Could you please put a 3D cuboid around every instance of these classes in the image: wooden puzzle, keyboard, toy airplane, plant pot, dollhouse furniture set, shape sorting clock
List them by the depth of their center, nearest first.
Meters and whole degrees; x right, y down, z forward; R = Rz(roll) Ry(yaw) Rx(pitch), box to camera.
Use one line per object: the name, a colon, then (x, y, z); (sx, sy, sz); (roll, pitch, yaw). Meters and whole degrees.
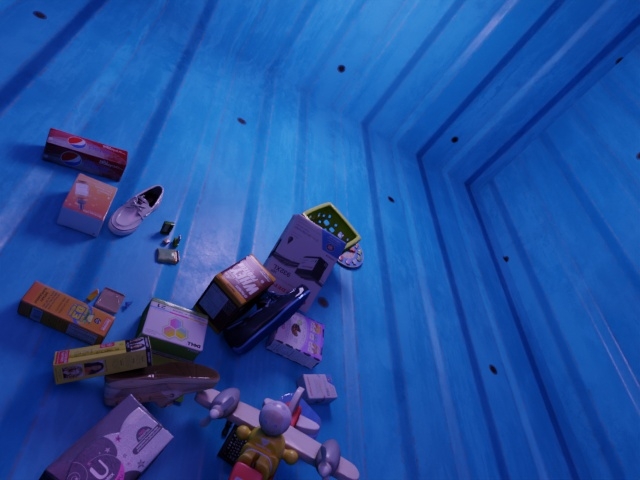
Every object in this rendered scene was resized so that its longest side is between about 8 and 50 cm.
toy airplane: (-0.124, 0.530, 1.300); (0.385, 0.273, 0.384); (-2, 35, -25)
keyboard: (-0.240, 0.570, 1.404); (0.108, 0.023, 0.180); (38, 35, -4)
wooden puzzle: (-0.642, 0.183, 1.447); (0.116, 0.014, 0.079); (32, 41, -12)
dollhouse furniture set: (-0.536, 0.008, 1.685); (0.076, 0.059, 0.152); (12, 45, -34)
plant pot: (0.000, 0.000, 2.057); (0.228, 0.207, 0.227); (49, 36, 11)
shape sorting clock: (0.120, 0.041, 2.265); (0.206, 0.040, 0.206); (24, 39, -21)

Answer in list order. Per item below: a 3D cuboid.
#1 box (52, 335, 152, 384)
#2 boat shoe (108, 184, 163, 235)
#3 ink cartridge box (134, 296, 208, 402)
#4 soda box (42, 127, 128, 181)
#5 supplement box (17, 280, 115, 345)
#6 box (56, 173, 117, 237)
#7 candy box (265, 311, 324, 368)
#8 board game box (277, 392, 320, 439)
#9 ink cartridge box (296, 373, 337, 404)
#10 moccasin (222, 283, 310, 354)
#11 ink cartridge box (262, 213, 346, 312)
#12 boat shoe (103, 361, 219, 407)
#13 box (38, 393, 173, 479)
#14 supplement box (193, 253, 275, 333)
box: (-0.570, 0.313, 1.253); (0.232, 0.058, 0.087); (-7, 16, -22)
boat shoe: (-0.645, -0.116, 1.688); (0.096, 0.088, 0.267); (40, 36, -3)
ink cartridge box: (-0.452, 0.322, 1.405); (0.188, 0.097, 0.255); (24, 39, -23)
soda box: (-0.839, -0.305, 1.704); (0.263, 0.092, 0.084); (15, 42, -31)
supplement box: (-0.700, 0.206, 1.316); (0.233, 0.080, 0.078); (31, 39, -18)
box: (-0.770, -0.117, 1.573); (0.130, 0.091, 0.171); (23, 40, -24)
candy box: (-0.088, 0.350, 1.729); (0.196, 0.070, 0.165); (29, 38, -17)
board game box: (-0.082, 0.581, 1.530); (0.168, 0.033, 0.133); (45, 42, 9)
ink cartridge box: (-0.013, 0.514, 1.643); (0.122, 0.052, 0.089); (12, 44, -35)
moccasin: (-0.181, 0.239, 1.620); (0.117, 0.138, 0.341); (42, 54, 19)
ink cartridge box: (-0.079, 0.085, 1.806); (0.223, 0.308, 0.129); (32, -5, -12)
boat shoe: (-0.432, 0.402, 1.306); (0.301, 0.098, 0.109); (4, 8, -24)
box: (-0.500, 0.521, 1.115); (0.163, 0.142, 0.247); (43, 36, 3)
supplement box: (-0.291, 0.179, 1.615); (0.129, 0.194, 0.191); (46, 36, 7)
